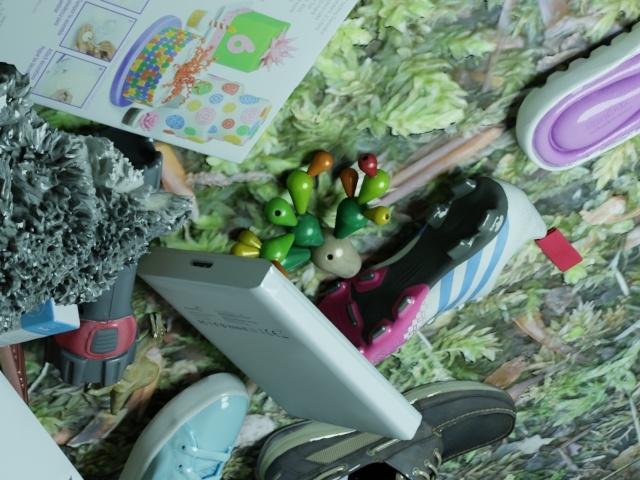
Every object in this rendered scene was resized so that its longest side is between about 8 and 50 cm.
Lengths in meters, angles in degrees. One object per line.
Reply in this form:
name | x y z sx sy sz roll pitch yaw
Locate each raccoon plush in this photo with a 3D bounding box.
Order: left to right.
raccoon plush | -0.263 0.064 1.193 0.216 0.446 0.299 -19 142 34

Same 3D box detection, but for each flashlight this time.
flashlight | -0.224 0.016 1.496 0.103 0.103 0.304 23 128 12

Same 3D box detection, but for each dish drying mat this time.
dish drying mat | 0.295 0.012 1.777 0.032 0.008 0.083 -34 138 14

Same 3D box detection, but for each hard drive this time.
hard drive | -0.045 0.115 1.589 0.307 0.203 0.040 47 62 -39

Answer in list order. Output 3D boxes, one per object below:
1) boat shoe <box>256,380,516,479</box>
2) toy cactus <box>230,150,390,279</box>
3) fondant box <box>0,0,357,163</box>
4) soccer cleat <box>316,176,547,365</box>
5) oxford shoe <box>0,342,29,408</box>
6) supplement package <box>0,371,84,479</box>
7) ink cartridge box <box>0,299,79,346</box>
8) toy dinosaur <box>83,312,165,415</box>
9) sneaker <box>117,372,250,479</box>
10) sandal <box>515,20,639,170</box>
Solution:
boat shoe | 0.098 0.292 1.891 0.355 0.130 0.132 -16 138 -8
toy cactus | 0.000 0.000 1.581 0.219 0.112 0.180 -41 146 7
fondant box | -0.155 -0.219 1.276 0.330 0.096 0.238 16 126 -34
soccer cleat | 0.125 0.059 1.674 0.331 0.116 0.143 -41 142 23
oxford shoe | -0.389 0.190 1.584 0.130 0.123 0.348 -2 134 -14
supplement package | -0.427 0.274 1.480 0.262 0.199 0.198 -16 120 28
ink cartridge box | -0.340 0.055 1.436 0.180 0.104 0.060 -14 168 14
toy dinosaur | -0.234 0.161 1.670 0.092 0.053 0.183 6 131 -30
sneaker | -0.174 0.337 1.765 0.135 0.150 0.366 10 117 -54
sandal | 0.410 -0.186 1.549 0.416 0.102 0.169 -34 137 12
